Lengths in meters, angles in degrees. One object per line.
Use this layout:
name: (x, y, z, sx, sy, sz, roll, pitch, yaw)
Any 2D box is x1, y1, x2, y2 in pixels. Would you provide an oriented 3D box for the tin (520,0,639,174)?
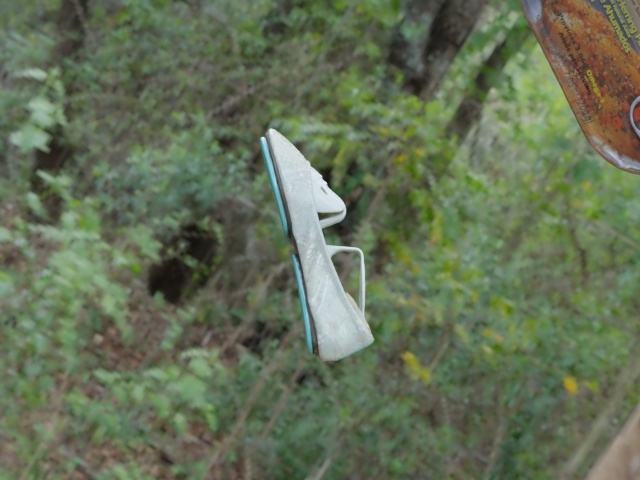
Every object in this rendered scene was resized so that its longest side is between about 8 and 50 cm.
tin: (0.200, -0.135, 0.831, 0.106, 0.040, 0.189, -33, -101, 56)

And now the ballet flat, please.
ballet flat: (0.000, 0.000, 0.878, 0.052, 0.168, 0.057, -13, -7, -2)
